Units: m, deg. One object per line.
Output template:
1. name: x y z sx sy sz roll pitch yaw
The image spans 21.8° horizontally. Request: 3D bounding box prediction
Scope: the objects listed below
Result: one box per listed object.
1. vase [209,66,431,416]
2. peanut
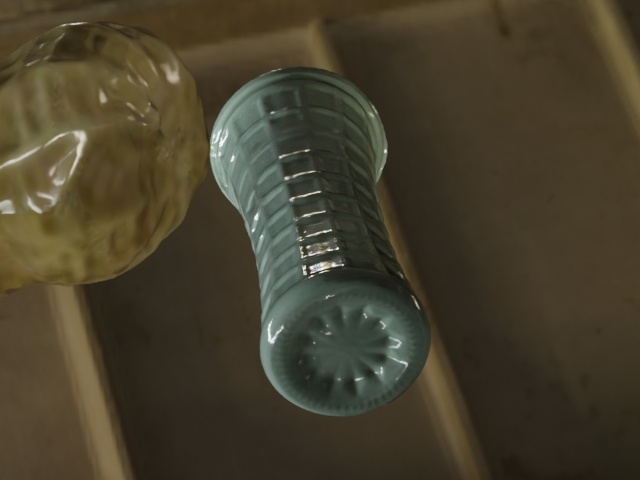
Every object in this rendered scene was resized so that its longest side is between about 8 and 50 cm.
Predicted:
1. vase: 0.000 0.000 1.198 0.143 0.143 0.299 -4 -149 -5
2. peanut: -0.167 -0.022 0.867 0.233 0.197 0.110 -19 -114 -11
